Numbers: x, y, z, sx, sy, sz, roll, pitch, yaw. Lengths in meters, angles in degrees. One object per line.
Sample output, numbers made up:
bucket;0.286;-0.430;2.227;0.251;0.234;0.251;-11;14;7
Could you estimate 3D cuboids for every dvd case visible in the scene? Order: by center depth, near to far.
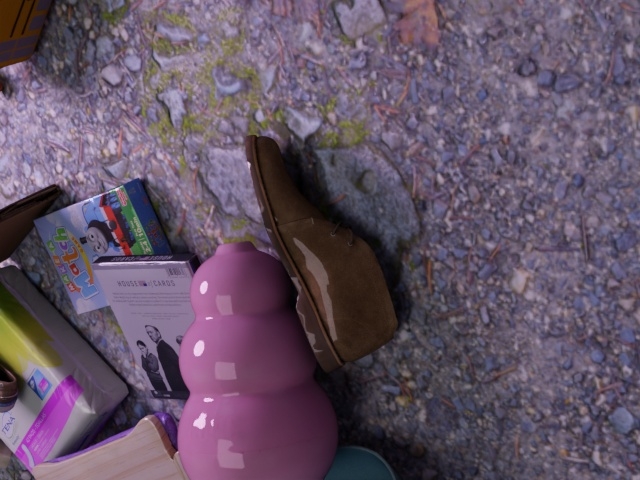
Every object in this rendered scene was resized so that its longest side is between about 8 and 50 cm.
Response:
dvd case;-0.205;0.125;1.451;0.179;0.029;0.238;-2;120;32

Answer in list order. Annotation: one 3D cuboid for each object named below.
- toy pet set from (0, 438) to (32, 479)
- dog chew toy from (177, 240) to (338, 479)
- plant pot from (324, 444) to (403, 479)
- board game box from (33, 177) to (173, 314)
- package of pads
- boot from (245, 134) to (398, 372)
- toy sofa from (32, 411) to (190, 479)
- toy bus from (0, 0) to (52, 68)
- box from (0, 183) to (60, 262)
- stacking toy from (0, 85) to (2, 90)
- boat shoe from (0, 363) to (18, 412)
toy pet set;-0.521;0.372;1.806;0.114;0.065;0.122;20;132;-15
dog chew toy;-0.089;0.167;1.320;0.207;0.207;0.331;-6;91;36
plant pot;0.040;0.439;1.326;0.290;0.290;0.195;-21;125;39
board game box;-0.309;0.013;1.499;0.212;0.039;0.160;-16;101;39
package of pads;-0.470;0.216;1.660;0.296;0.101;0.229;46;127;10
boot;0.000;0.000;1.266;0.115;0.112;0.305;-24;92;9
toy sofa;-0.253;0.344;1.536;0.363;0.150;0.177;-29;90;39
toy bus;-0.428;-0.334;1.366;0.108;0.130;0.332;42;128;11
box;-0.488;0.003;1.535;0.021;0.164;0.201;51;129;1
stacking toy;-0.587;-0.259;1.564;0.167;0.052;0.221;-41;83;37
boat shoe;-0.536;0.186;1.593;0.183;0.066;0.066;32;119;7
